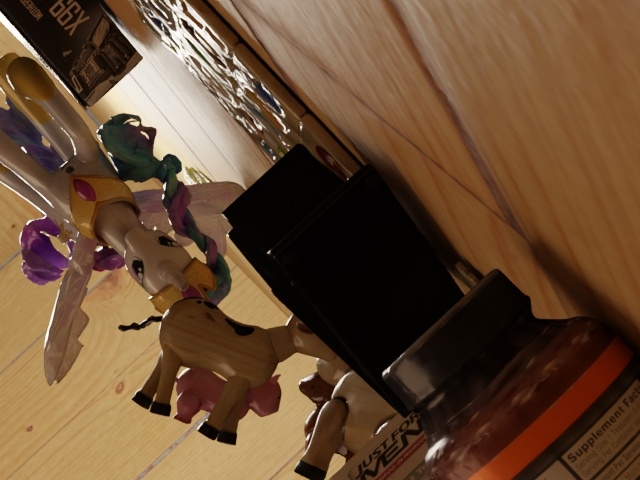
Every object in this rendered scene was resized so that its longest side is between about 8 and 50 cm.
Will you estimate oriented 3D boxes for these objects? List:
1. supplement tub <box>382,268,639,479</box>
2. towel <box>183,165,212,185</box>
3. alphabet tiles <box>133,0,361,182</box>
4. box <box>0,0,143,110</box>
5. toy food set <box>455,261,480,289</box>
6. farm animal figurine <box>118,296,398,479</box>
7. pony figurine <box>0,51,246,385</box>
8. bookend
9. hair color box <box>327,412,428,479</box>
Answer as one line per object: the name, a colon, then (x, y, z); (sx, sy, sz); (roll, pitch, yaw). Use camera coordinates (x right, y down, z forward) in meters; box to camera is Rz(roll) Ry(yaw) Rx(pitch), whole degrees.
supplement tub: (0.118, 0.106, 0.701); (0.198, 0.106, 0.106); (47, 175, 6)
towel: (-0.133, -0.043, 2.218); (0.110, 0.027, 0.148); (49, 175, -31)
alphabet tiles: (-0.051, -0.100, 1.090); (0.342, 0.011, 0.285); (47, 175, 4)
box: (-0.317, -0.280, 1.560); (0.242, 0.076, 0.307); (51, 175, -40)
toy food set: (0.139, 0.102, 0.881); (0.192, 0.038, 0.132); (43, 174, 39)
farm animal figurine: (0.023, 0.147, 1.551); (0.327, 0.172, 0.330); (20, 173, 38)
pony figurine: (-0.240, -0.025, 1.717); (0.363, 0.303, 0.351); (44, 169, 5)
bookend: (0.000, 0.000, 0.948); (0.157, 0.072, 0.156); (40, 171, 50)
hair color box: (0.142, 0.241, 1.126); (0.113, 0.185, 0.374); (49, 175, -31)
